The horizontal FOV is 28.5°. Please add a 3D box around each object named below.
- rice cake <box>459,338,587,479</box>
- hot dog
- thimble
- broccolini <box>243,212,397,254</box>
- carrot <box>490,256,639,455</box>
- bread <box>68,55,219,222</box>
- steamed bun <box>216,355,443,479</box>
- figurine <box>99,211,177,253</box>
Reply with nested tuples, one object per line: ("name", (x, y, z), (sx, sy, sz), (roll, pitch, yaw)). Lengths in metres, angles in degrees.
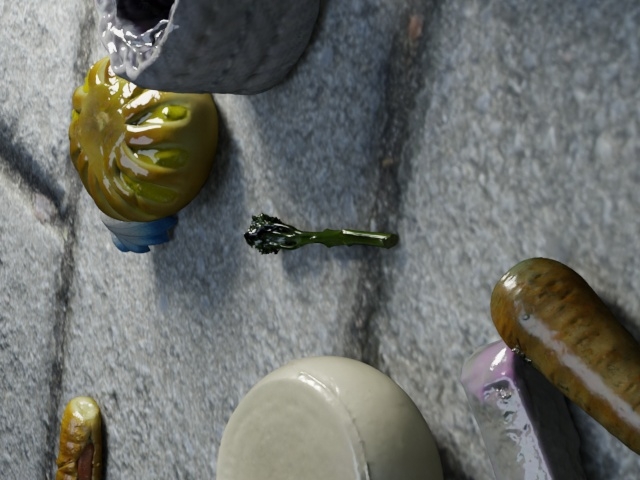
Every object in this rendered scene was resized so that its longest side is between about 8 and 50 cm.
("rice cake", (0.196, 0.258, 0.945), (0.070, 0.064, 0.399), (-37, 65, 46))
("hot dog", (-0.344, 0.352, 1.771), (0.088, 0.061, 0.285), (-143, 55, -61))
("thimble", (-0.113, -0.256, 1.237), (0.245, 0.157, 0.217), (-32, 69, 53))
("broccolini", (0.000, 0.001, 1.228), (0.218, 0.044, 0.042), (7, 86, 50))
("carrot", (0.228, 0.118, 0.877), (0.298, 0.078, 0.078), (46, 131, 37))
("bread", (-0.210, -0.120, 1.416), (0.213, 0.105, 0.213), (-4, 83, 39))
("steamed bun", (0.021, 0.219, 1.127), (0.232, 0.145, 0.231), (-9, 78, 47))
("figurine", (-0.214, -0.039, 1.509), (0.114, 0.079, 0.114), (1, 92, 24))
